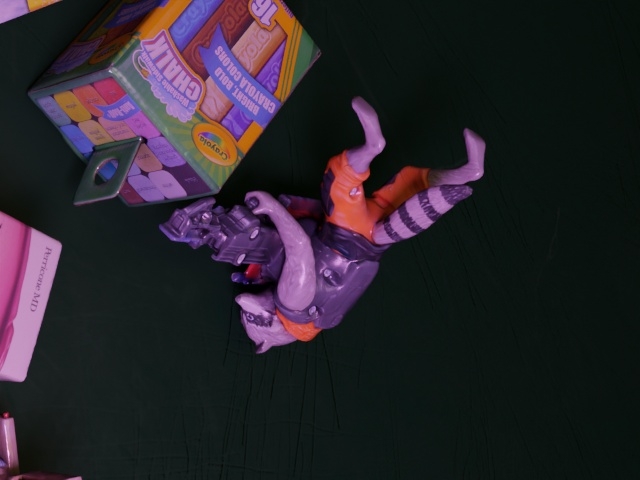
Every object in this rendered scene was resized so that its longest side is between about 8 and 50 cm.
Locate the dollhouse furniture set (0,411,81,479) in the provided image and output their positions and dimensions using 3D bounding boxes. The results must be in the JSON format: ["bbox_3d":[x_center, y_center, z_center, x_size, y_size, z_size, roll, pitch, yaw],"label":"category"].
[{"bbox_3d":[-0.326,0.237,1.278,0.129,0.183,0.129,-7,91,-40],"label":"dollhouse furniture set"}]

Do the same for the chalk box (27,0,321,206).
[{"bbox_3d":[-0.172,-0.157,1.442,0.179,0.180,0.289,51,56,-26],"label":"chalk box"}]

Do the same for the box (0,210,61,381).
[{"bbox_3d":[-0.373,0.028,1.251,0.232,0.126,0.149,33,65,-53],"label":"box"}]

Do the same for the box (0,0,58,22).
[{"bbox_3d":[-0.371,-0.287,1.371,0.233,0.044,0.159,-31,106,-38],"label":"box"}]

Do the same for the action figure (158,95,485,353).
[{"bbox_3d":[0.000,0.000,1.503,0.341,0.330,0.178,-3,48,-52],"label":"action figure"}]
